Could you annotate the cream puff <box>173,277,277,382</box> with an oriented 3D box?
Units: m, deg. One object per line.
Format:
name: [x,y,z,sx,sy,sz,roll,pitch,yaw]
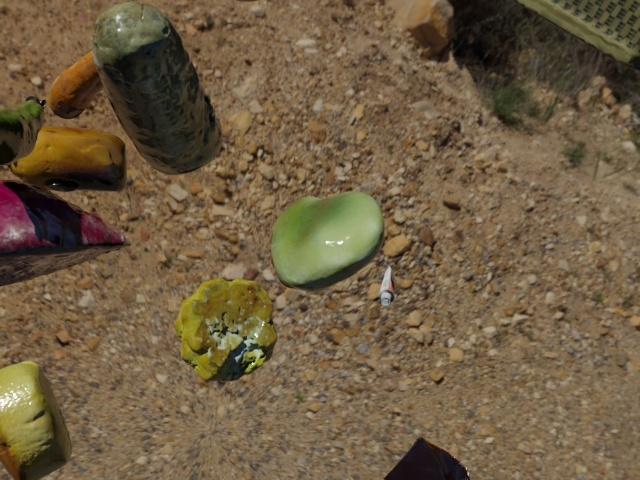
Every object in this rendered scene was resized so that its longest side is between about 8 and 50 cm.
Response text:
cream puff: [-0.245,0.231,1.530,0.281,0.185,0.282,13,65,-29]

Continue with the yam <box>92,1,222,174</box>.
yam: [-0.209,-0.190,0.789,0.133,0.330,0.133,0,74,-2]

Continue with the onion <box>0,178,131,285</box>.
onion: [-0.343,-0.011,0.648,0.247,0.250,0.111,-13,86,-58]

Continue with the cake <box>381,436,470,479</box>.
cake: [0.163,0.517,1.259,0.287,0.098,0.135,-22,69,-11]

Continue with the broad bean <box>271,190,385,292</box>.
broad bean: [0.000,0.000,0.826,0.100,0.228,0.169,46,61,-17]

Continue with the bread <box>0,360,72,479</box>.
bread: [-0.644,0.393,1.293,0.148,0.270,0.270,-24,78,-22]

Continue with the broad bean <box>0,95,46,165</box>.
broad bean: [-0.320,-0.113,0.622,0.043,0.297,0.060,9,103,-20]

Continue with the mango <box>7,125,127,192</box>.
mango: [-0.628,-0.205,1.503,0.287,0.201,0.153,-5,113,-42]

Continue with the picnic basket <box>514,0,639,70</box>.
picnic basket: [0.224,-0.274,0.488,0.266,0.139,0.165,41,50,17]

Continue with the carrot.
carrot: [-0.503,-0.335,1.260,0.087,0.193,0.087,36,34,-29]

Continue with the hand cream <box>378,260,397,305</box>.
hand cream: [0.173,0.114,1.500,0.038,0.216,0.052,6,110,10]
